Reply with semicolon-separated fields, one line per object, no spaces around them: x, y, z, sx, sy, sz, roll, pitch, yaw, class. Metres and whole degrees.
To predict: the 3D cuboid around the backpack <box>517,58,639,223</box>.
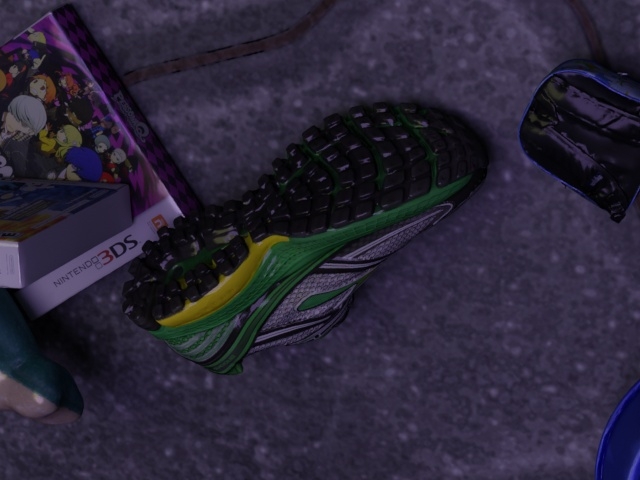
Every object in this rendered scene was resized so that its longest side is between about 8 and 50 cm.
0.223;-0.092;1.572;0.114;0.084;0.105;30;116;4;backpack

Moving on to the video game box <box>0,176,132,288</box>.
-0.292;-0.011;1.685;0.187;0.205;0.048;1;106;21;video game box

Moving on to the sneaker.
0.000;0.000;1.690;0.343;0.134;0.146;-29;133;20;sneaker

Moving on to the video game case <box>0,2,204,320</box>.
-0.251;-0.069;1.788;0.210;0.042;0.232;-30;96;27;video game case

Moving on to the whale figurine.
-0.333;0.072;1.799;0.272;0.216;0.141;27;83;16;whale figurine

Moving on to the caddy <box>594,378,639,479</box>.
0.357;0.254;1.587;0.241;0.179;0.341;-8;94;3;caddy
